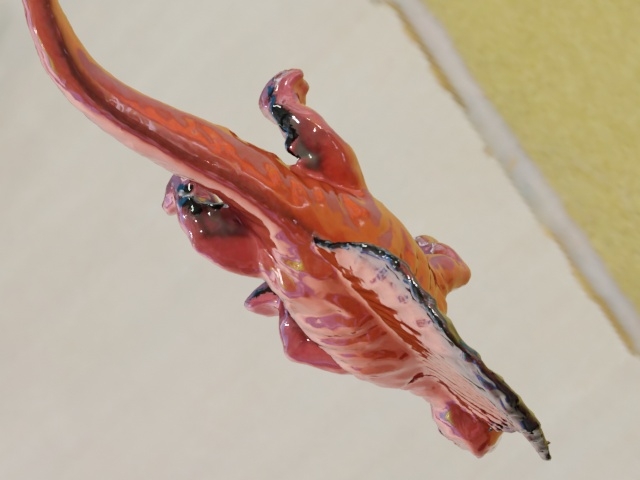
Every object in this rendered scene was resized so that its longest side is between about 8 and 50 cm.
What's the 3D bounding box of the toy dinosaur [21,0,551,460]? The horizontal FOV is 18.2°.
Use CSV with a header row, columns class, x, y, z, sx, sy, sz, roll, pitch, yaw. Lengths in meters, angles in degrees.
class,x,y,z,sx,sy,sz,roll,pitch,yaw
toy dinosaur,0.005,0.006,0.634,0.070,0.286,0.139,-42,44,-1
